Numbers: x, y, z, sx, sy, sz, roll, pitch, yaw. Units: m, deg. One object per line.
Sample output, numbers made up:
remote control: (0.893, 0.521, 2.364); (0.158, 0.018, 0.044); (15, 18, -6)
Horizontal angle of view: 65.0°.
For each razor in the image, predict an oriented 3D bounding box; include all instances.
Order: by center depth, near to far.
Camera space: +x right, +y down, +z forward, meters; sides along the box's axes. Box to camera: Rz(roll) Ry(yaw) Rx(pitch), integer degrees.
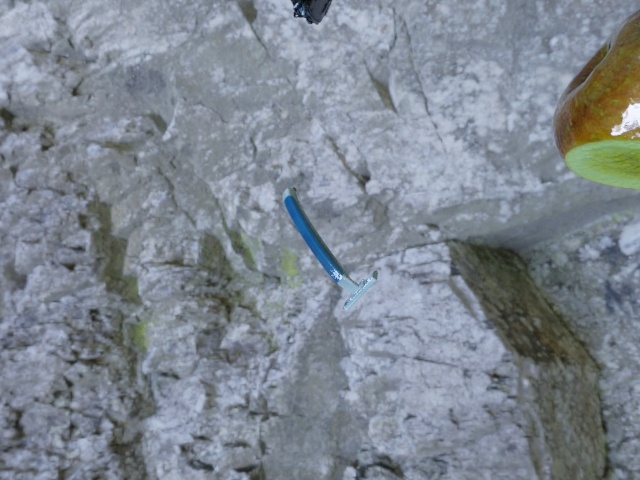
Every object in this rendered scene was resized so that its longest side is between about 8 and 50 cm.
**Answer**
razor: (-0.002, 0.001, 0.675); (0.037, 0.191, 0.068); (-8, 145, -50)

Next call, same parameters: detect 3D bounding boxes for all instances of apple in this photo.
apple: (0.293, -0.114, 0.422); (0.147, 0.163, 0.146); (37, -173, 6)

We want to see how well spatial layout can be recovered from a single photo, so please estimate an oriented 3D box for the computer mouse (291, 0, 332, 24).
computer mouse: (-0.015, -0.377, 0.634); (0.078, 0.241, 0.146); (-13, 149, 18)
